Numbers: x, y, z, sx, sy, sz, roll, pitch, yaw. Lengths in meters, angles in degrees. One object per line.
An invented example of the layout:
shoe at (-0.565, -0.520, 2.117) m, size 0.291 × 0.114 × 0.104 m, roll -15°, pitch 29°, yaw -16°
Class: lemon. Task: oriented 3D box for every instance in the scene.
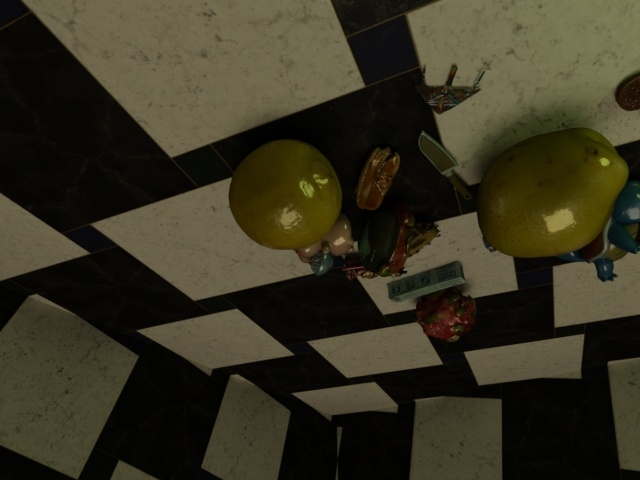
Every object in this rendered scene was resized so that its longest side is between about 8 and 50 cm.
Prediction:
lemon at (-0.105, -0.129, 1.314) m, size 0.347 × 0.348 × 0.348 m, roll 0°, pitch 144°, yaw 0°

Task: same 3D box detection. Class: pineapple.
pineapple at (0.356, -0.001, 1.659) m, size 0.221 × 0.047 × 0.221 m, roll -25°, pitch 154°, yaw -13°

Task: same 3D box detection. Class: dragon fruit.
dragon fruit at (0.560, 0.333, 2.018) m, size 0.231 × 0.237 × 0.302 m, roll 37°, pitch 145°, yaw -12°
dragon fruit at (0.222, 0.002, 1.551) m, size 0.130 × 0.268 × 0.295 m, roll 4°, pitch 130°, yaw -23°

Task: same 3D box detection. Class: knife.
knife at (0.403, -0.235, 1.408) m, size 0.061 × 0.027 × 0.343 m, roll -25°, pitch 134°, yaw 36°

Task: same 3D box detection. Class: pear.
pear at (0.651, -0.130, 1.288) m, size 0.362 × 0.363 × 0.418 m, roll 17°, pitch 135°, yaw -21°

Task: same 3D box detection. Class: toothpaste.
toothpaste at (0.455, 0.186, 1.933) m, size 0.336 × 0.081 × 0.067 m, roll -22°, pitch 139°, yaw 27°

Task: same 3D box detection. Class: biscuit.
biscuit at (0.878, -0.397, 1.185) m, size 0.174 × 0.026 × 0.124 m, roll 6°, pitch 145°, yaw -6°

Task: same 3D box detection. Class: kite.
kite at (0.340, -0.402, 1.198) m, size 0.182 × 0.010 × 0.160 m, roll 4°, pitch 147°, yaw 1°

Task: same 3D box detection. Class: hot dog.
hot dog at (0.174, -0.194, 1.431) m, size 0.109 × 0.072 × 0.270 m, roll 10°, pitch 141°, yaw -9°

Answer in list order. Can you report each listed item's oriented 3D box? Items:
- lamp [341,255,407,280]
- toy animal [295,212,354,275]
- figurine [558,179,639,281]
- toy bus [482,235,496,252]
lamp at (0.219, 0.102, 1.800) m, size 0.253 × 0.119 × 0.118 m, roll -7°, pitch 143°, yaw 12°
toy animal at (0.001, -0.020, 1.577) m, size 0.221 × 0.229 × 0.210 m, roll -40°, pitch 167°, yaw -12°
figurine at (1.015, -0.023, 1.561) m, size 0.297 × 0.243 × 0.416 m, roll -32°, pitch 164°, yaw -34°
toy bus at (0.705, -0.004, 1.683) m, size 0.167 × 0.073 × 0.076 m, roll 2°, pitch 141°, yaw -8°
